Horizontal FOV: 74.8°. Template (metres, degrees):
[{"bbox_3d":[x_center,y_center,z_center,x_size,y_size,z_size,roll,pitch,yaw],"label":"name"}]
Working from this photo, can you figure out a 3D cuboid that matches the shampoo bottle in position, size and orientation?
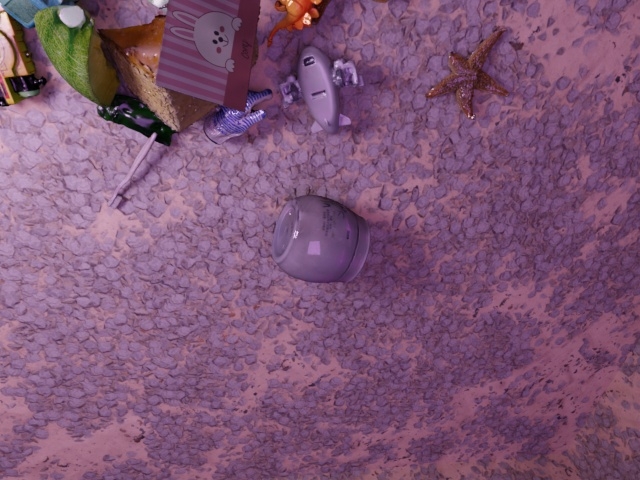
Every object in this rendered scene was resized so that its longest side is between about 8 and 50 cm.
[{"bbox_3d":[0.000,0.000,1.339,0.266,0.273,0.273,14,116,-25],"label":"shampoo bottle"}]

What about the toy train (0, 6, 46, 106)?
[{"bbox_3d":[-0.783,-0.478,1.010,0.160,0.101,0.297,-8,120,-9],"label":"toy train"}]

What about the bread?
[{"bbox_3d":[-0.346,-0.476,1.059,0.278,0.248,0.315,31,68,10],"label":"bread"}]

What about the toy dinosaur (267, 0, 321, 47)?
[{"bbox_3d":[-0.055,-0.604,1.063,0.117,0.071,0.288,22,133,-8],"label":"toy dinosaur"}]

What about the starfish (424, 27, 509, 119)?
[{"bbox_3d":[0.475,-0.500,1.287,0.295,0.048,0.231,-43,108,11],"label":"starfish"}]

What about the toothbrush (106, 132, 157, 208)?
[{"bbox_3d":[-0.551,-0.199,1.231,0.029,0.025,0.307,28,121,-32],"label":"toothbrush"}]

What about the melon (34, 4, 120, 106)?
[{"bbox_3d":[-0.554,-0.430,0.948,0.124,0.323,0.196,-39,104,-12],"label":"melon"}]

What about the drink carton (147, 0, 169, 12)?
[{"bbox_3d":[-0.344,-0.624,1.001,0.143,0.146,0.142,21,121,-21],"label":"drink carton"}]

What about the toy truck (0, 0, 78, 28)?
[{"bbox_3d":[-0.656,-0.619,0.896,0.154,0.156,0.279,-6,128,33],"label":"toy truck"}]

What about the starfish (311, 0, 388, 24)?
[{"bbox_3d":[0.034,-0.731,1.040,0.375,0.094,0.327,39,107,-22],"label":"starfish"}]

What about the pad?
[{"bbox_3d":[-0.242,-0.457,0.933,0.201,0.005,0.301,10,83,-27],"label":"pad"}]

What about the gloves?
[{"bbox_3d":[-0.231,-0.359,1.186,0.228,0.097,0.119,-31,83,9],"label":"gloves"}]

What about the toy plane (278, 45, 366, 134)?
[{"bbox_3d":[0.004,-0.422,1.194,0.251,0.118,0.253,4,125,6],"label":"toy plane"}]

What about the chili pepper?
[{"bbox_3d":[-0.500,-0.339,1.170,0.224,0.061,0.098,20,113,-20],"label":"chili pepper"}]
